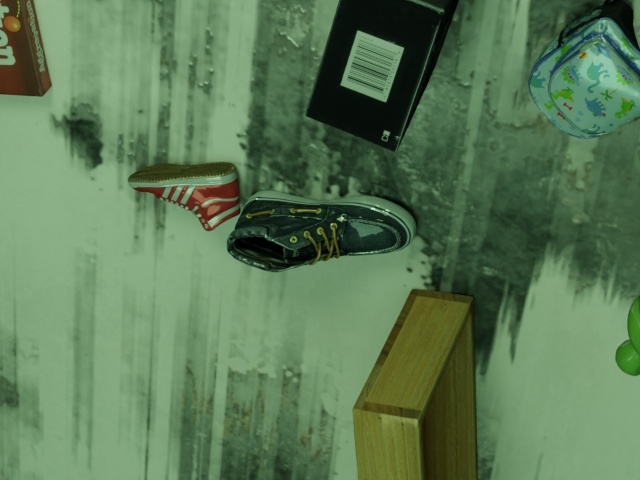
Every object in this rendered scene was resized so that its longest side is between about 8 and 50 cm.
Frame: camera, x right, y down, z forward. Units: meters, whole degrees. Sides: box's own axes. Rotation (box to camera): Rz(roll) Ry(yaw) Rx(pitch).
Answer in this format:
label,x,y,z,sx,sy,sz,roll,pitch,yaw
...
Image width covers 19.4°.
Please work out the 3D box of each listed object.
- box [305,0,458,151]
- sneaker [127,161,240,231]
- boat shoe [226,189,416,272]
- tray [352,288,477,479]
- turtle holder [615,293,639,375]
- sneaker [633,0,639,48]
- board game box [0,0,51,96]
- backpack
label,x,y,z,sx,sy,sz,roll,pitch,yaw
box,0.065,-0.193,1.669,0.093,0.158,0.156,22,128,4
sneaker,-0.138,-0.044,1.927,0.118,0.042,0.067,-1,120,19
boat shoe,0.000,0.000,1.879,0.183,0.083,0.065,5,125,17
tray,0.104,0.277,1.959,0.076,0.203,0.411,8,126,17
turtle holder,0.378,0.038,1.635,0.320,0.243,0.227,2,114,-26
sneaker,0.381,-0.186,1.601,0.252,0.103,0.111,17,133,16
board game box,-0.362,-0.273,1.859,0.145,0.027,0.281,4,125,17
backpack,0.246,-0.145,1.682,0.105,0.084,0.114,47,129,-12
